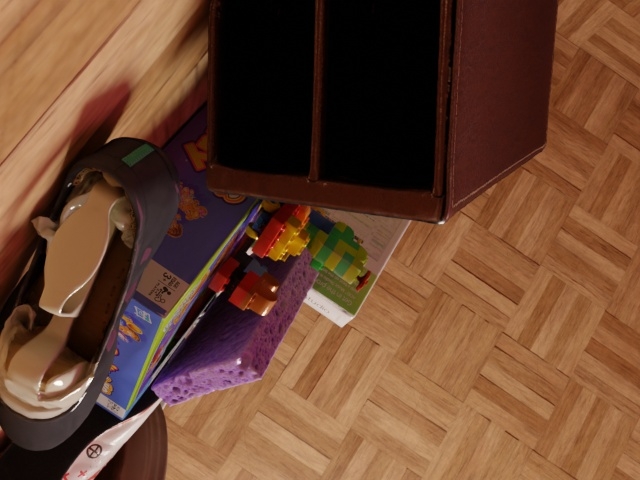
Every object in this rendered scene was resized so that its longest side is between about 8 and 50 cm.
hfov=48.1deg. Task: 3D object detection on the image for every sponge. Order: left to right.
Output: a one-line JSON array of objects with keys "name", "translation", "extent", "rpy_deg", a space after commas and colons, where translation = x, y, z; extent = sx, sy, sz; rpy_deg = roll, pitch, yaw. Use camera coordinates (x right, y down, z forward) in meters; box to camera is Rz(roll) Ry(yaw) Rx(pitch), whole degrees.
[{"name": "sponge", "translation": [-0.064, 0.062, 0.668], "extent": [0.117, 0.031, 0.210], "rpy_deg": [-25, -159, 34]}]

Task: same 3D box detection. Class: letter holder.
[{"name": "letter holder", "translation": [0.066, -0.155, 0.499], "extent": [0.302, 0.151, 0.215], "rpy_deg": [-29, 124, -60]}]

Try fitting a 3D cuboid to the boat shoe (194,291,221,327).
[{"name": "boat shoe", "translation": [-0.199, 0.097, 1.200], "extent": [0.081, 0.079, 0.228], "rpy_deg": [-44, 167, -47]}]

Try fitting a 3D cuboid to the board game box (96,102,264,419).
[{"name": "board game box", "translation": [-0.090, -0.033, 0.638], "extent": [0.347, 0.078, 0.233], "rpy_deg": [-57, -179, -35]}]

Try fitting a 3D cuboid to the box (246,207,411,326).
[{"name": "box", "translation": [0.018, -0.070, 1.017], "extent": [0.322, 0.232, 0.058], "rpy_deg": [-56, 180, -30]}]

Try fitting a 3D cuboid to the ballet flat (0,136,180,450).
[{"name": "ballet flat", "translation": [-0.139, 0.038, 0.386], "extent": [0.203, 0.074, 0.074], "rpy_deg": [-62, 180, 12]}]

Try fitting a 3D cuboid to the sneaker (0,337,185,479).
[{"name": "sneaker", "translation": [-0.242, 0.195, 0.699], "extent": [0.270, 0.090, 0.145], "rpy_deg": [-53, 180, -36]}]

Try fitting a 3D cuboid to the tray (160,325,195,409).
[{"name": "tray", "translation": [-0.248, 0.205, 0.888], "extent": [0.145, 0.030, 0.270], "rpy_deg": [27, -92, 53]}]

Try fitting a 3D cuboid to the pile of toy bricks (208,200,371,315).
[{"name": "pile of toy bricks", "translation": [0.000, 0.000, 0.606], "extent": [0.118, 0.105, 0.212], "rpy_deg": [-55, -179, 25]}]

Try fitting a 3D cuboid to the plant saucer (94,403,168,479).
[{"name": "plant saucer", "translation": [-0.262, 0.286, 0.779], "extent": [0.277, 0.041, 0.278], "rpy_deg": [-33, -139, 34]}]
